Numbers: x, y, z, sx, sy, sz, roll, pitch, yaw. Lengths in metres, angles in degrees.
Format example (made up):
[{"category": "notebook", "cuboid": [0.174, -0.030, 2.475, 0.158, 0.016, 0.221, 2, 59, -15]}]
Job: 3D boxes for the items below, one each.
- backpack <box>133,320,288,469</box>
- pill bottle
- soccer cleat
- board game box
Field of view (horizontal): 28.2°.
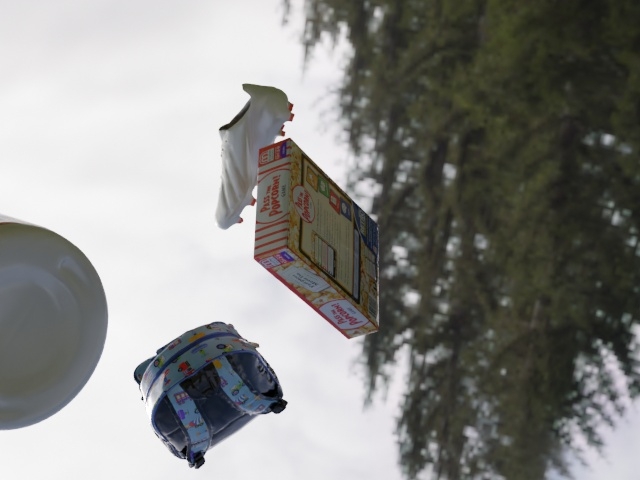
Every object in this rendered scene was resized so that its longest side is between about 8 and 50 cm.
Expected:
[{"category": "backpack", "cuboid": [-0.137, 0.161, 1.460, 0.158, 0.173, 0.117, -33, -120, -5]}, {"category": "pill bottle", "cuboid": [-0.240, 0.036, 0.813, 0.124, 0.124, 0.221, -12, -165, -37]}, {"category": "soccer cleat", "cuboid": [-0.099, -0.105, 1.577, 0.076, 0.196, 0.068, 20, -158, -15]}, {"category": "board game box", "cuboid": [0.000, 0.000, 1.405, 0.045, 0.193, 0.146, -19, -130, 26]}]
